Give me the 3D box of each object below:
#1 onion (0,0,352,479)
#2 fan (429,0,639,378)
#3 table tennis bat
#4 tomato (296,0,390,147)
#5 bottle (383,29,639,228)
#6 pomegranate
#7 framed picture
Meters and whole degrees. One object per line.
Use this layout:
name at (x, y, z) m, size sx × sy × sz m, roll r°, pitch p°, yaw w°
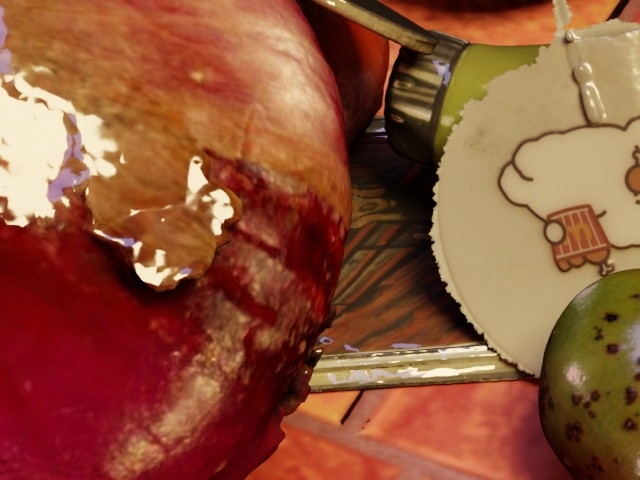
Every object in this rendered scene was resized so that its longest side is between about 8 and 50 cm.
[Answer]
onion at (-0.177, -0.032, 0.752) m, size 0.347 × 0.385 × 0.348 m, roll -11°, pitch 62°, yaw 21°
fan at (0.126, -0.080, 0.875) m, size 0.190 × 0.329 × 0.009 m, roll -15°, pitch 0°, yaw 18°
table tennis bat at (-0.048, -0.157, 0.912) m, size 0.246 × 0.022 × 0.138 m, roll 30°, pitch 10°, yaw 15°
tomato at (-0.069, -0.122, 1.006) m, size 0.227 × 0.101 × 0.228 m, roll 4°, pitch 50°, yaw -4°
bottle at (0.161, -0.043, 0.932) m, size 0.260 × 0.112 × 0.112 m, roll 18°, pitch 47°, yaw 15°
pomegranate at (0.158, 0.070, 0.812) m, size 0.130 × 0.130 × 0.130 m, roll -2°, pitch 43°, yaw 1°
framed picture at (0.000, 0.000, 0.977) m, size 0.273 × 0.016 × 0.216 m, roll -4°, pitch 43°, yaw -2°
